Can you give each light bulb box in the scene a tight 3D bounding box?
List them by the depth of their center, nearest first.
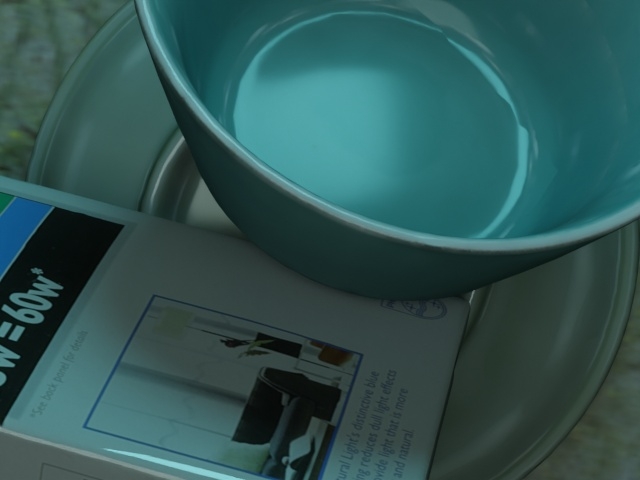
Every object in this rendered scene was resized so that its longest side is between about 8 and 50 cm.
[{"bbox_3d":[-0.139,0.183,0.971,0.361,0.225,0.358,15,121,4],"label":"light bulb box"}]

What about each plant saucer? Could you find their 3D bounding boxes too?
[{"bbox_3d":[0.000,0.000,1.076,0.400,0.100,0.400,0,93,5],"label":"plant saucer"}]

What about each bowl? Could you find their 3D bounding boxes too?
[{"bbox_3d":[0.045,-0.093,0.926,0.311,0.163,0.311,6,61,-10],"label":"bowl"}]
